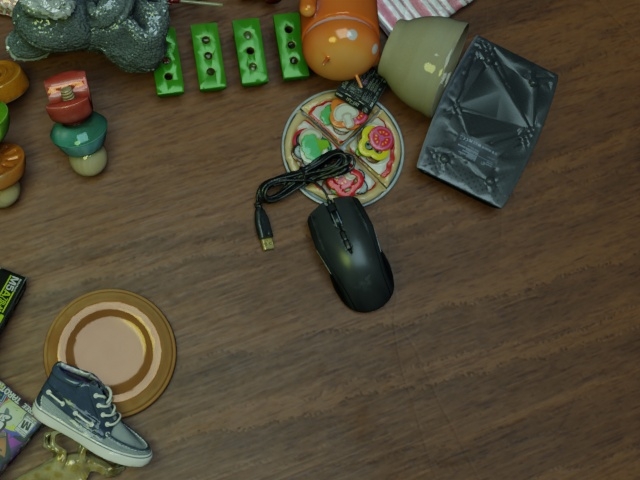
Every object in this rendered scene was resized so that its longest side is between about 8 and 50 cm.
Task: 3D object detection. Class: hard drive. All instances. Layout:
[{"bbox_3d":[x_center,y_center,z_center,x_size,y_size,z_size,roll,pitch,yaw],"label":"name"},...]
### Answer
[{"bbox_3d":[0.270,-0.191,1.839,0.172,0.054,0.254,26,76,-3],"label":"hard drive"}]

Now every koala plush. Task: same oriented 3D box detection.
[{"bbox_3d":[-0.357,-0.337,1.680,0.221,0.196,0.203,-15,82,-32],"label":"koala plush"}]

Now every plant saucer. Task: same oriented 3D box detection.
[{"bbox_3d":[-0.317,0.169,1.690,0.200,0.037,0.200,2,79,-8],"label":"plant saucer"}]

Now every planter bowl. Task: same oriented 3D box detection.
[{"bbox_3d":[0.157,-0.291,1.796,0.109,0.162,0.162,23,76,8],"label":"planter bowl"}]

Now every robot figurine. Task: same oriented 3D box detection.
[{"bbox_3d":[0.032,-0.345,1.782,0.128,0.158,0.219,-2,59,1],"label":"robot figurine"}]

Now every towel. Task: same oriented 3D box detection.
[{"bbox_3d":[0.165,-0.424,1.886,0.197,0.029,0.144,-36,86,-11],"label":"towel"}]

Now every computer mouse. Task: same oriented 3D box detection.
[{"bbox_3d":[0.000,0.000,1.749,0.184,0.060,0.262,-18,89,1],"label":"computer mouse"}]

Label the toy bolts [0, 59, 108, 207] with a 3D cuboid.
[{"bbox_3d":[-0.436,-0.165,1.717,0.229,0.158,0.218,-10,40,0],"label":"toy bolts"}]

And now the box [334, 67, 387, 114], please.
[{"bbox_3d":[0.068,-0.250,1.824,0.067,0.018,0.083,29,54,-2],"label":"box"}]

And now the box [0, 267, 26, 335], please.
[{"bbox_3d":[-0.552,0.102,1.632,0.184,0.045,0.190,23,53,-6],"label":"box"}]

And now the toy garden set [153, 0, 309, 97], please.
[{"bbox_3d":[-0.156,-0.340,1.812,0.244,0.049,0.203,-8,82,-9],"label":"toy garden set"}]

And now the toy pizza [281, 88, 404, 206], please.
[{"bbox_3d":[0.038,-0.150,1.808,0.201,0.032,0.201,2,79,-8],"label":"toy pizza"}]

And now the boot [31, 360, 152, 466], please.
[{"bbox_3d":[-0.318,0.251,1.621,0.190,0.069,0.086,27,106,-3],"label":"boot"}]

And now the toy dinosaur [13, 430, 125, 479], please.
[{"bbox_3d":[-0.381,0.325,1.641,0.183,0.053,0.092,-7,81,-10],"label":"toy dinosaur"}]

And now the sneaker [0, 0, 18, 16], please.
[{"bbox_3d":[-0.477,-0.368,1.766,0.134,0.051,0.070,-15,76,-15],"label":"sneaker"}]

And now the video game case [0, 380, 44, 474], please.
[{"bbox_3d":[-0.550,0.266,1.609,0.232,0.042,0.210,39,62,0],"label":"video game case"}]
